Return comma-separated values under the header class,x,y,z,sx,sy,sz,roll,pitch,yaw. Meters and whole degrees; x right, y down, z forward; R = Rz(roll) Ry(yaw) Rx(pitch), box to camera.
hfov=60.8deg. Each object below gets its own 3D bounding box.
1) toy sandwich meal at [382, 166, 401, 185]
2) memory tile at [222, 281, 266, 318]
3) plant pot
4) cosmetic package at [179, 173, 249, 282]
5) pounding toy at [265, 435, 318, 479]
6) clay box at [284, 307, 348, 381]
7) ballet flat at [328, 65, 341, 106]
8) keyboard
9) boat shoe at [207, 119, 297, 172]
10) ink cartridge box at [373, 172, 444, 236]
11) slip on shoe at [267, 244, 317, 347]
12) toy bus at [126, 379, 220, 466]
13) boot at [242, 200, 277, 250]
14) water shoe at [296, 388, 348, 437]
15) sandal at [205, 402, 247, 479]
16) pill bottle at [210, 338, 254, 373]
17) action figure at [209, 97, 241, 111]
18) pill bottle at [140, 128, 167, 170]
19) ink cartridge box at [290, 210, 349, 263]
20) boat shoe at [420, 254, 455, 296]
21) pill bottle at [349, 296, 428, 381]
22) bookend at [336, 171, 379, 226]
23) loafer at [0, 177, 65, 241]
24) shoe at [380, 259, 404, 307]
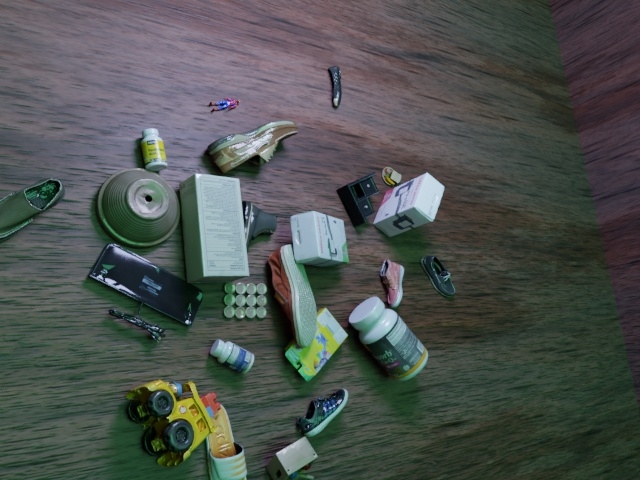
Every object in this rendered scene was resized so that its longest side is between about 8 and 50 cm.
class,x,y,z,sx,sy,sz,roll,pitch,yaw
toy sandwich meal,0.285,-0.258,2.182,0.086,0.029,0.085,11,71,-32
memory tile,-0.235,0.188,1.701,0.148,0.012,0.113,6,76,-34
plant pot,-0.502,-0.102,1.545,0.237,0.110,0.237,11,71,-33
cosmetic package,-0.321,-0.033,1.639,0.160,0.113,0.309,4,75,-41
pounding toy,-0.074,0.668,1.609,0.130,0.141,0.100,-18,59,-37
clay box,-0.021,0.341,1.780,0.127,0.053,0.222,52,56,-8
ballet flat,0.057,-0.599,2.124,0.049,0.057,0.173,-3,73,6
keyboard,-0.492,0.159,1.523,0.317,0.033,0.201,32,54,-22
boat shoe,-0.215,-0.307,1.808,0.324,0.123,0.119,-25,96,-29
ink cartridge box,0.330,-0.131,2.047,0.100,0.237,0.172,37,58,-21
slip on shoe,-0.092,0.181,1.741,0.123,0.101,0.331,7,64,-62
toy bus,-0.376,0.452,1.456,0.211,0.149,0.220,-28,91,-48
boot,-0.202,-0.018,1.753,0.137,0.077,0.197,22,66,-34
water shoe,0.010,0.531,1.735,0.203,0.073,0.080,-41,99,-36
sandal,-0.267,0.590,1.523,0.102,0.076,0.265,-13,84,-36
pill bottle,-0.261,0.340,1.606,0.120,0.067,0.067,34,60,-22
action figure,-0.315,-0.458,1.829,0.115,0.030,0.038,-24,86,-39
pill bottle,-0.498,-0.270,1.623,0.065,0.065,0.116,-8,80,-36
ink cartridge box,0.000,0.000,1.820,0.219,0.093,0.160,12,67,-61
boat shoe,0.482,0.143,2.179,0.206,0.065,0.075,52,54,-11
pill bottle,0.233,0.340,1.891,0.278,0.162,0.162,50,55,-12
bookend,0.165,-0.154,2.043,0.156,0.072,0.157,-27,93,-37
loafer,-0.758,-0.088,1.376,0.094,0.087,0.251,50,55,-13
shoe,0.259,0.159,2.025,0.081,0.063,0.178,27,57,-24
